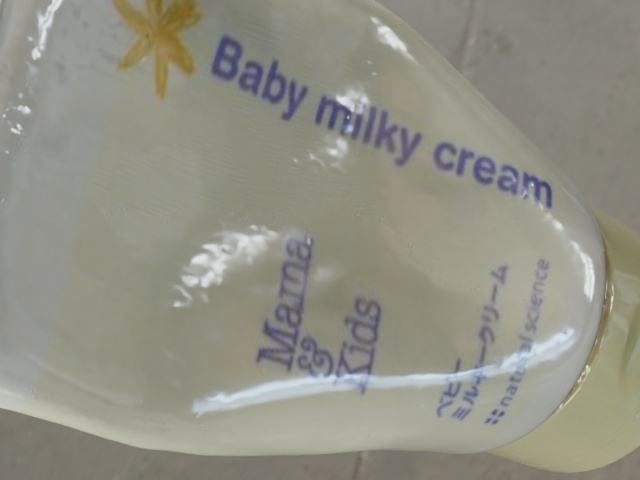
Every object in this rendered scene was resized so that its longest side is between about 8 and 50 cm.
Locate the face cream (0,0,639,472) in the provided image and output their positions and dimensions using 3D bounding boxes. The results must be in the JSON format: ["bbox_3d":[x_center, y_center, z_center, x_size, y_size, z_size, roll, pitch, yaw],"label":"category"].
[{"bbox_3d":[0.000,0.000,0.407,0.224,0.070,0.114,24,75,-47],"label":"face cream"}]
